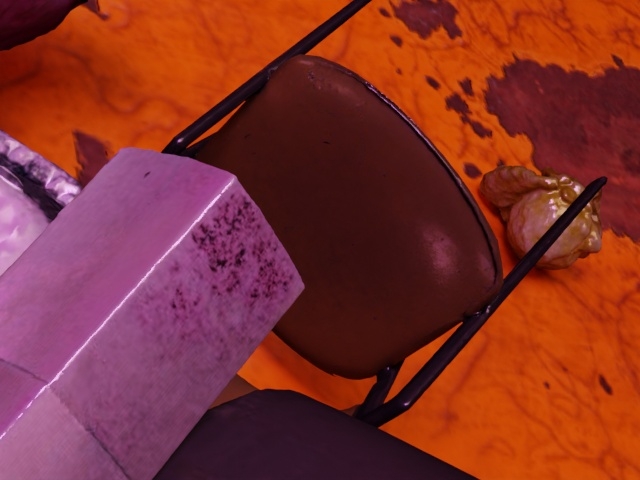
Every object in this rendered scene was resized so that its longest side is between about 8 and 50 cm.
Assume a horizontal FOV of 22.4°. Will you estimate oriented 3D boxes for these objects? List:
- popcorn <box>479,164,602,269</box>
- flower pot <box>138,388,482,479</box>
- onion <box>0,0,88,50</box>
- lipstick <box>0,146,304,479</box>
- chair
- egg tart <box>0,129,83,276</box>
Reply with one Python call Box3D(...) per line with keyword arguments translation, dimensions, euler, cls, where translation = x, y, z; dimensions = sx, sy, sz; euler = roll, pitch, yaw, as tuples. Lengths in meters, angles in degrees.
Box3D(translation=(0.136, -0.018, 0.990), dimensions=(0.083, 0.059, 0.068), euler=(41, 40, 3), cls="popcorn")
Box3D(translation=(-0.012, 0.167, 0.602), dimensions=(0.166, 0.269, 0.269), euler=(41, 35, 27), cls="flower pot")
Box3D(translation=(-0.216, -0.143, 0.689), dimensions=(0.348, 0.159, 0.267), euler=(31, 24, -34), cls="onion")
Box3D(translation=(-0.132, 0.102, 0.529), dimensions=(0.317, 0.068, 0.066), euler=(-50, 131, -23), cls="lipstick")
Box3D(translation=(0.000, 0.000, 0.785), dimensions=(0.159, 0.172, 0.247), euler=(49, 33, -2), cls="chair")
Box3D(translation=(-0.164, 0.035, 0.630), dimensions=(0.234, 0.094, 0.234), euler=(15, 55, -22), cls="egg tart")
